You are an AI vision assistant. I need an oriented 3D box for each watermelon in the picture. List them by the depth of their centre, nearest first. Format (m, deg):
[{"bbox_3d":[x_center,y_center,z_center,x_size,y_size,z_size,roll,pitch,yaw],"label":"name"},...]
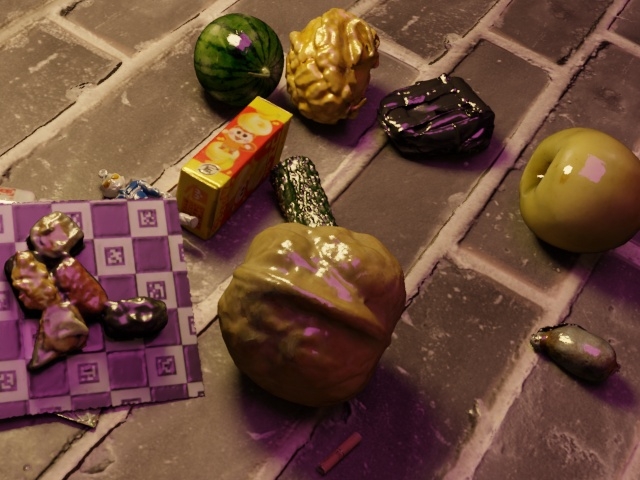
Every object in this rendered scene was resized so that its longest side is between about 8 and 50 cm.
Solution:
[{"bbox_3d":[-0.159,-0.367,2.108,0.188,0.188,0.215,-27,36,-35],"label":"watermelon"}]

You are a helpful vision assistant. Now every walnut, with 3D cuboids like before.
[{"bbox_3d":[-0.014,0.112,1.655,0.277,0.253,0.282,21,52,11],"label":"walnut"}]

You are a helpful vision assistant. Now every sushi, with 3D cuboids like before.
[{"bbox_3d":[-0.365,0.087,1.600,0.359,0.064,0.343,-2,73,-24],"label":"sushi"}]

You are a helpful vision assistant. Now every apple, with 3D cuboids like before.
[{"bbox_3d":[0.520,-0.093,2.030,0.263,0.262,0.262,9,46,-9],"label":"apple"}]

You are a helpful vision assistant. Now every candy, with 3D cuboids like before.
[{"bbox_3d":[-0.163,-0.140,1.930,0.088,0.146,0.276,29,48,11],"label":"candy"}]

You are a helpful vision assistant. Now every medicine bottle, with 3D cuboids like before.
[{"bbox_3d":[-0.532,-0.015,1.692,0.255,0.152,0.152,9,46,-13],"label":"medicine bottle"}]

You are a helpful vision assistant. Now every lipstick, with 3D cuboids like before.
[{"bbox_3d":[0.030,0.336,1.626,0.019,0.019,0.094,38,48,19],"label":"lipstick"}]

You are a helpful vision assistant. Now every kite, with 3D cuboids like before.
[{"bbox_3d":[-0.417,0.192,1.629,0.323,0.013,0.267,-19,57,-34],"label":"kite"}]

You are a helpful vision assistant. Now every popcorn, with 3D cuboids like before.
[{"bbox_3d":[0.030,-0.369,2.151,0.190,0.250,0.250,4,43,15],"label":"popcorn"}]

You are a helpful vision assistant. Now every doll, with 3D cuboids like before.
[{"bbox_3d":[-0.333,-0.061,1.853,0.227,0.057,0.114,35,79,27],"label":"doll"}]

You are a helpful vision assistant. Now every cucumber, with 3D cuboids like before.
[{"bbox_3d":[0.000,0.000,1.888,0.096,0.096,0.359,-7,54,-23],"label":"cucumber"}]

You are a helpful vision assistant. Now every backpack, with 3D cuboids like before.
[{"bbox_3d":[0.241,-0.264,2.195,0.258,0.133,0.206,-14,50,-19],"label":"backpack"}]

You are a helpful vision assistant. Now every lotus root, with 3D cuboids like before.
[{"bbox_3d":[0.462,0.197,1.853,0.165,0.088,0.088,25,45,20],"label":"lotus root"}]
